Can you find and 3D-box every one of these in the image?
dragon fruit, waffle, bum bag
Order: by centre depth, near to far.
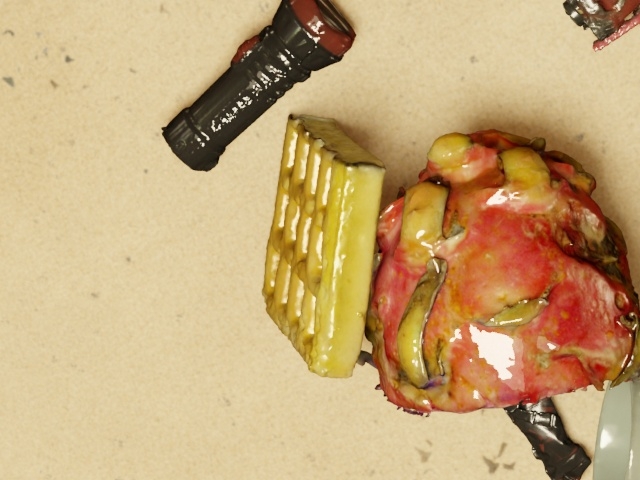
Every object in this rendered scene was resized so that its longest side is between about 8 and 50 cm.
[{"bbox_3d":[0.163,0.018,1.603,0.314,0.296,0.263,-9,98,3],"label":"dragon fruit"},{"bbox_3d":[0.000,0.000,1.652,0.055,0.248,0.221,4,105,-16],"label":"waffle"},{"bbox_3d":[0.249,0.214,1.763,0.058,0.034,0.124,-30,97,24],"label":"bum bag"}]

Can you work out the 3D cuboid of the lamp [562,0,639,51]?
[{"bbox_3d":[0.347,-0.303,1.587,0.253,0.118,0.118,-35,96,16],"label":"lamp"}]

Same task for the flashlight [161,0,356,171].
[{"bbox_3d":[-0.072,-0.169,1.700,0.232,0.093,0.093,-39,95,18],"label":"flashlight"}]

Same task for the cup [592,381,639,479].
[{"bbox_3d":[0.418,0.194,1.677,0.234,0.186,0.258,6,77,-1],"label":"cup"}]
